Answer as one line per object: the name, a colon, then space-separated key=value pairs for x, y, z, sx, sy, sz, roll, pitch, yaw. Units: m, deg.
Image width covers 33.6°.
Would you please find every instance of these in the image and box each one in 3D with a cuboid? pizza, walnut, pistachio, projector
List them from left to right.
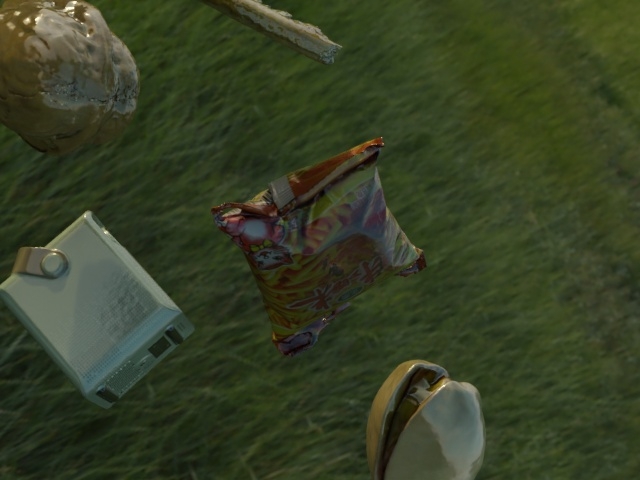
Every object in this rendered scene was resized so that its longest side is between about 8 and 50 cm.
walnut: x=-0.336 y=-0.211 z=1.345 sx=0.245 sy=0.198 sz=0.198 roll=30 pitch=3 yaw=39
projector: x=-0.320 y=0.090 z=1.486 sx=0.242 sy=0.177 sz=0.163 roll=44 pitch=-10 yaw=16
pizza: x=-0.054 y=-0.243 z=1.171 sx=0.181 sy=0.034 sz=0.262 roll=28 pitch=9 yaw=6
pistachio: x=0.162 y=0.310 z=1.694 sx=0.193 sy=0.214 sz=0.318 roll=32 pitch=-30 yaw=31

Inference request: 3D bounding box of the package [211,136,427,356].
package: x=0.006 y=-0.003 z=1.260 sx=0.108 sy=0.223 sz=0.288 roll=60 pitch=-6 yaw=37
